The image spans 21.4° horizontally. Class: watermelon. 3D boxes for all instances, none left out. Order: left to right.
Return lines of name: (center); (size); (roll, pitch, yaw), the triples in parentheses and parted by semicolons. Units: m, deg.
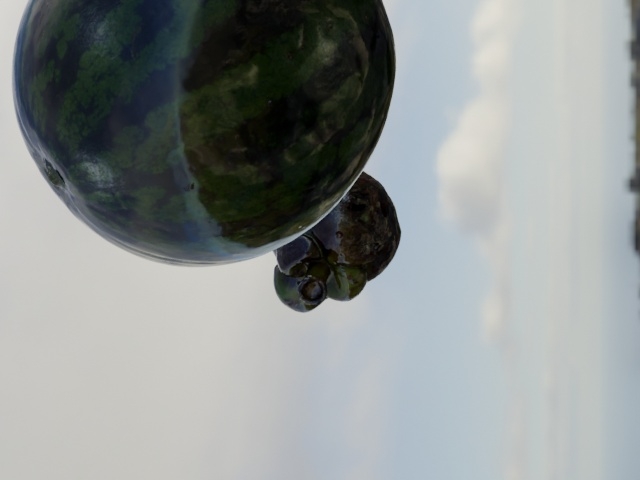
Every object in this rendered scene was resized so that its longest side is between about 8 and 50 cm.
watermelon: (-0.088, -0.119, 1.274); (0.285, 0.285, 0.285); (0, -90, -82)

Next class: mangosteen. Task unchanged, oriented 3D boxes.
mangosteen: (0.005, -0.004, 2.015); (0.184, 0.172, 0.172); (-54, -19, -13)
